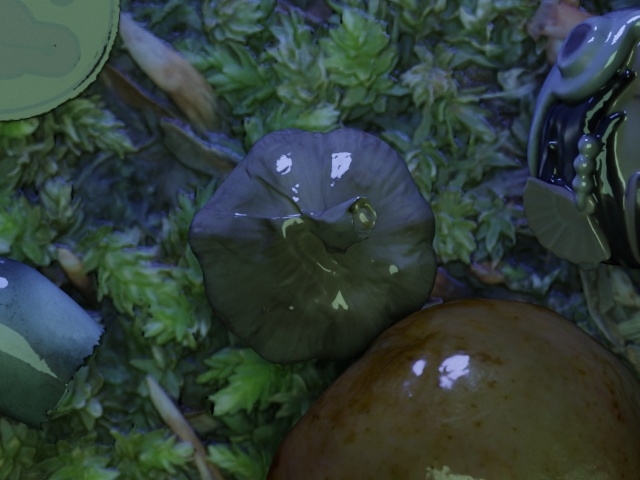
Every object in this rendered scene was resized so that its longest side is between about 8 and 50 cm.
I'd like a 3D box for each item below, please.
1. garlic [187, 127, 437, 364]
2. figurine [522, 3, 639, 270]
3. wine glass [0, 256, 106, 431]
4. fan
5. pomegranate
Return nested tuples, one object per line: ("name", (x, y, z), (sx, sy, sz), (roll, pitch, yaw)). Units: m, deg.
("garlic", (0.000, 0.000, 1.428), (0.219, 0.212, 0.218), (1, 85, -8))
("figurine", (0.317, -0.138, 1.453), (0.253, 0.211, 0.361), (14, 88, 1))
("wine glass", (-0.306, 0.054, 1.444), (0.241, 0.126, 0.126), (34, 88, -2))
("fan", (-0.294, -0.168, 1.497), (0.230, 0.011, 0.335), (7, 90, -5))
("pomegranate", (0.129, 0.222, 1.384), (0.338, 0.338, 0.338), (0, 91, -5))
